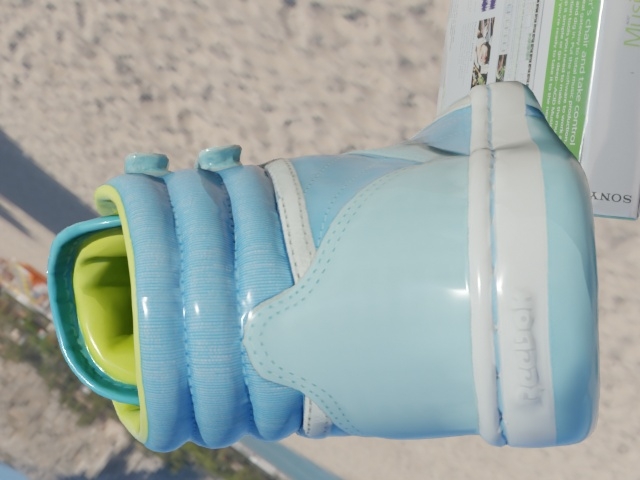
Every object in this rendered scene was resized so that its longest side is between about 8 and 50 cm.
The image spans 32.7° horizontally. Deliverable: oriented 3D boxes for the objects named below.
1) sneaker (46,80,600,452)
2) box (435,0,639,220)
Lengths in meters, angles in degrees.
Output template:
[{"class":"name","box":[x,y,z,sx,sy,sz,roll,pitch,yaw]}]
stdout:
[{"class":"sneaker","box":[0.000,0.000,0.486,0.208,0.127,0.319,-4,-173,6]},{"class":"box","box":[0.172,-0.146,0.878,0.058,0.232,0.322,5,-174,-12]}]
